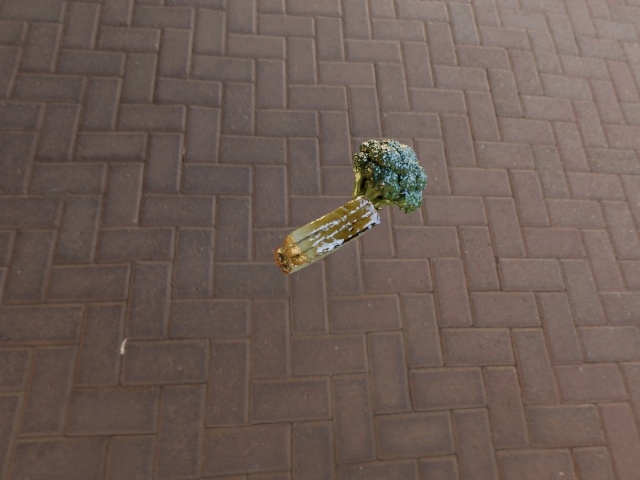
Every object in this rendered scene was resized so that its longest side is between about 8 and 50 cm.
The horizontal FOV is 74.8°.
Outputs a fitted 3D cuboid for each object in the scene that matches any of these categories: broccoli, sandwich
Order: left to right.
[{"bbox_3d":[-0.001,-0.001,1.142,0.249,0.273,0.095,-29,88,-21],"label":"sandwich"},{"bbox_3d":[0.199,-0.180,1.319,0.270,0.270,0.270,48,114,16],"label":"broccoli"}]
